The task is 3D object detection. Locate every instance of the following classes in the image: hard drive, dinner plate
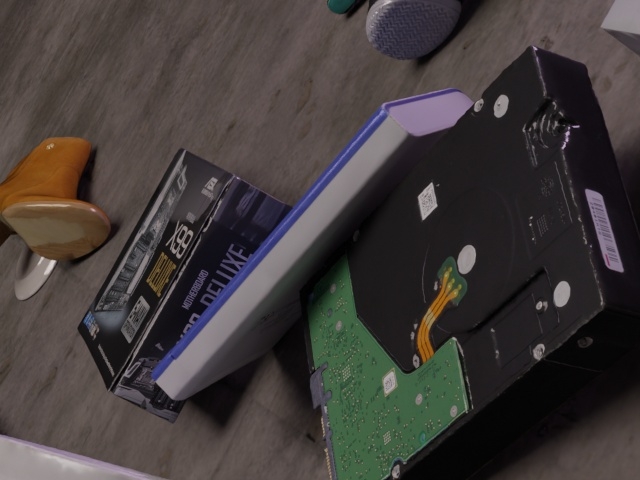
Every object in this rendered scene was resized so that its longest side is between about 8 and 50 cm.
[{"bbox_3d":[0.104,0.049,1.126,0.339,0.064,0.237,-47,39,40],"label":"hard drive"},{"bbox_3d":[-0.399,0.018,2.103,0.141,0.017,0.141,-40,33,33],"label":"dinner plate"},{"bbox_3d":[0.000,0.000,1.315,0.318,0.040,0.210,-48,-10,22],"label":"hard drive"}]

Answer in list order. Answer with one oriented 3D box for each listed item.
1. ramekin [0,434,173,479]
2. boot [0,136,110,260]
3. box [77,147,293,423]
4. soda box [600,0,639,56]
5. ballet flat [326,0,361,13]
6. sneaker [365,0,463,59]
[{"bbox_3d":[-0.154,0.259,1.224,0.277,0.277,0.135,-1,72,58],"label":"ramekin"},{"bbox_3d":[-0.363,-0.071,2.046,0.295,0.104,0.211,-8,37,37],"label":"boot"},{"bbox_3d":[-0.150,0.035,1.562,0.242,0.076,0.307,-61,17,1],"label":"box"},{"bbox_3d":[0.298,-0.151,1.055,0.069,0.074,0.216,-61,28,-1],"label":"soda box"},{"bbox_3d":[0.050,-0.294,1.633,0.114,0.041,0.041,-37,36,36],"label":"ballet flat"},{"bbox_3d":[0.129,-0.312,1.448,0.268,0.101,0.153,-48,33,28],"label":"sneaker"}]
